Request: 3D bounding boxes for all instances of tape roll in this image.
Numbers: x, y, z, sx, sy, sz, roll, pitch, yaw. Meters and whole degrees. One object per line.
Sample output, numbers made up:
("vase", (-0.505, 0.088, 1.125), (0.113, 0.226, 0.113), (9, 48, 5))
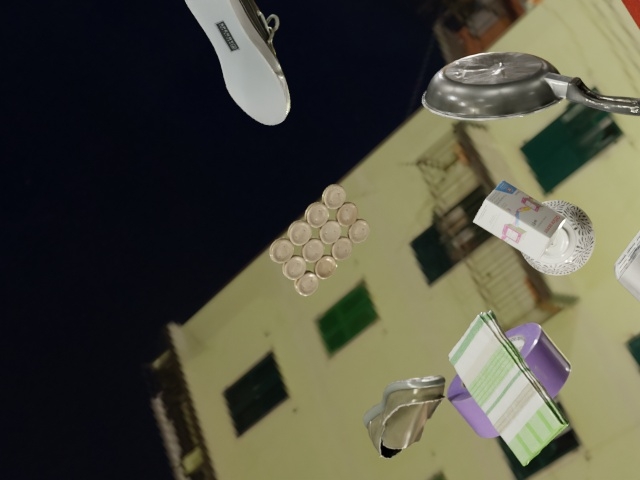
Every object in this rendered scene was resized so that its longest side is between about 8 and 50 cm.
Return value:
("tape roll", (0.298, 0.221, 1.813), (0.080, 0.189, 0.189), (49, -149, -7))

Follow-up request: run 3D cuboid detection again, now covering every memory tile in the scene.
("memory tile", (0.000, 0.000, 1.652), (0.012, 0.148, 0.113), (30, 162, 53))

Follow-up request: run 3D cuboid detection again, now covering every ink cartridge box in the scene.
("ink cartridge box", (0.321, -0.033, 1.835), (0.122, 0.052, 0.088), (33, -143, 11))

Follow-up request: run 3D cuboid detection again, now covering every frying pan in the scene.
("frying pan", (0.271, -0.190, 1.482), (0.197, 0.053, 0.326), (-24, -150, -29))

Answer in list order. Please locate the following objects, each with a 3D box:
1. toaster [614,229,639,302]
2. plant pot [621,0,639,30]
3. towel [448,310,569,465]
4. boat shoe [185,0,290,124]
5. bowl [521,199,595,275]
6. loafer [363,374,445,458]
("toaster", (0.548, 0.023, 1.714), (0.146, 0.227, 0.129), (41, -130, 15))
("plant pot", (0.668, -0.414, 1.794), (0.235, 0.267, 0.267), (21, 165, 47))
("towel", (0.206, 0.162, 1.258), (0.023, 0.113, 0.152), (-23, -114, -28))
("boat shoe", (-0.129, -0.345, 1.950), (0.306, 0.113, 0.105), (57, -139, -24))
("bowl", (0.513, -0.002, 2.504), (0.170, 0.170, 0.080), (53, -161, 7))
("loafer", (0.139, 0.280, 1.794), (0.094, 0.251, 0.087), (-6, -114, -16))
